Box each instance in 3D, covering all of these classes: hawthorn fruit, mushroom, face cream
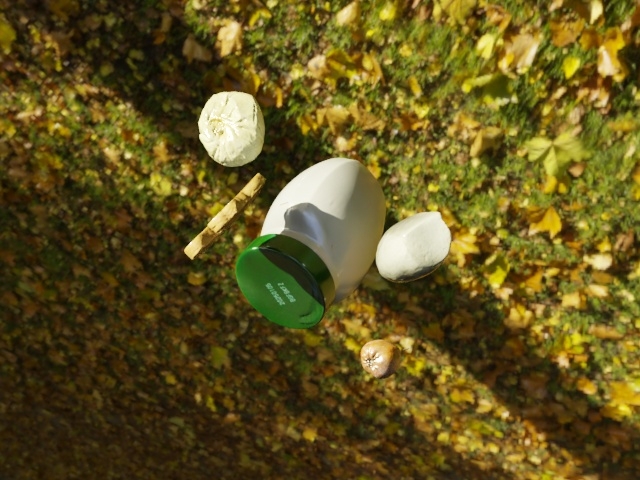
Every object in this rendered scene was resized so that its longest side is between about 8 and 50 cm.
[{"bbox_3d":[0.115,0.198,1.116,0.067,0.103,0.067,5,99,38],"label":"hawthorn fruit"},{"bbox_3d":[0.154,0.026,1.172,0.270,0.118,0.103,112,133,-77],"label":"mushroom"},{"bbox_3d":[0.000,0.000,1.396,0.219,0.357,0.312,14,131,24],"label":"face cream"}]

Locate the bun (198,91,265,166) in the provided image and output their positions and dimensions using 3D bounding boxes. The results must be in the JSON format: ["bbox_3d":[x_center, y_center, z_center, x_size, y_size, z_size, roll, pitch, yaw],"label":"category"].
[{"bbox_3d":[-0.200,-0.251,1.435,0.164,0.188,0.111,-30,149,25],"label":"bun"}]

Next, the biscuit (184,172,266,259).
[{"bbox_3d":[-0.154,-0.050,1.122,0.144,0.236,0.040,-36,100,29],"label":"biscuit"}]
